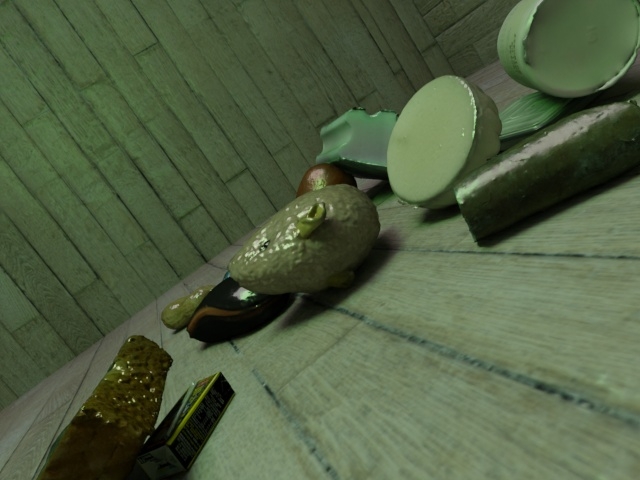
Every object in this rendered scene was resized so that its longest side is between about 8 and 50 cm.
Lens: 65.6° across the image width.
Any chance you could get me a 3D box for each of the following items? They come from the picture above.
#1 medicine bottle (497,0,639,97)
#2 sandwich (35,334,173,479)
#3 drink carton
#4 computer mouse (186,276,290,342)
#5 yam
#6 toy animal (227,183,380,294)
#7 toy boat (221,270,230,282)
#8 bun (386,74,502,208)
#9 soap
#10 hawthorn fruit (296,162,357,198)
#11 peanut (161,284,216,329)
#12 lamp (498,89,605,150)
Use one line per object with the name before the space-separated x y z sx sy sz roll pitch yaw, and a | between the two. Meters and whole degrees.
medicine bottle | 0.499 -0.428 1.057 0.213 0.213 0.379 -30 13 20
sandwich | -0.313 0.292 0.674 0.271 0.099 0.301 -55 13 -1
drink carton | -0.196 0.269 0.739 0.071 0.056 0.166 -26 13 22
computer mouse | -0.199 0.143 1.155 0.323 0.116 0.183 -25 9 43
yam | 0.310 -0.096 0.693 0.259 0.106 0.106 -29 12 21
toy animal | 0.005 -0.004 0.984 0.226 0.188 0.358 -5 29 49
toy boat | -0.258 0.097 1.623 0.077 0.075 0.185 -20 22 43
bun | 0.270 -0.178 0.994 0.175 0.263 0.263 10 -15 -30
soap | 0.157 -0.282 1.522 0.446 0.261 0.156 -163 86 -77
hawthorn fruit | 0.002 -0.110 1.530 0.251 0.199 0.199 -57 17 -16
peanut | -0.406 0.208 1.563 0.228 0.086 0.104 -29 10 18
lamp | 0.484 -0.284 1.142 0.269 0.047 0.266 -37 15 -21
